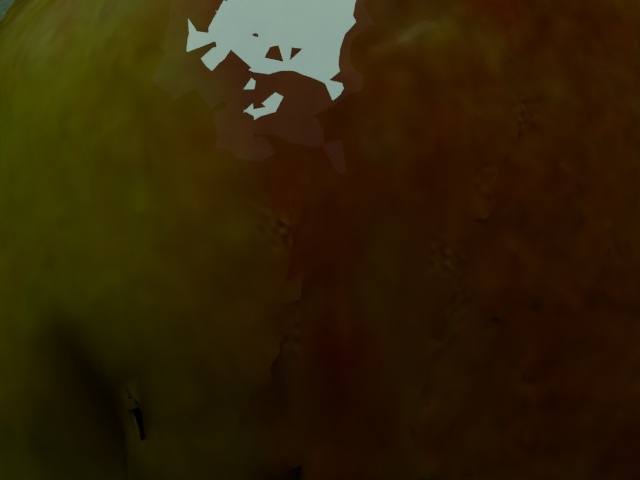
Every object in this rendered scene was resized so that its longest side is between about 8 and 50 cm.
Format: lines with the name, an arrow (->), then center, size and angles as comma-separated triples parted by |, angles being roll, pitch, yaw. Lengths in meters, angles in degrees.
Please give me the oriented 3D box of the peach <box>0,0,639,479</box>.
peach -> 0.010, 0.035, 0.490 | 0.290, 0.373, 0.372 | 15, 20, -8
